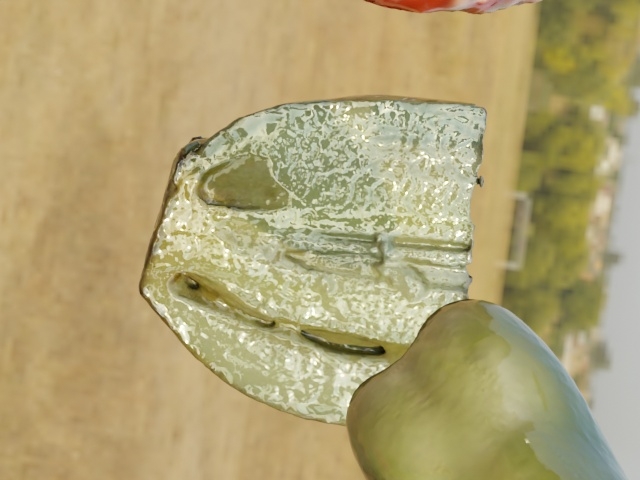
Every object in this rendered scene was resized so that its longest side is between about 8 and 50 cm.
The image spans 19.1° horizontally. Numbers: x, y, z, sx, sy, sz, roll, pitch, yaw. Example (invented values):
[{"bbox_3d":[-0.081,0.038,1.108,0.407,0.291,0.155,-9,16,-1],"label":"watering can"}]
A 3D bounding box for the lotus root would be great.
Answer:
[{"bbox_3d":[-0.013,0.011,1.530,0.149,0.260,0.267,-112,-154,-80],"label":"lotus root"}]

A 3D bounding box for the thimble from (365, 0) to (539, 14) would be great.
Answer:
[{"bbox_3d":[0.034,-0.277,0.856,0.350,0.350,0.230,-74,-169,-47],"label":"thimble"}]

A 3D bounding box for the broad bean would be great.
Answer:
[{"bbox_3d":[0.121,0.158,0.991,0.263,0.121,0.189,53,-4,22],"label":"broad bean"}]
